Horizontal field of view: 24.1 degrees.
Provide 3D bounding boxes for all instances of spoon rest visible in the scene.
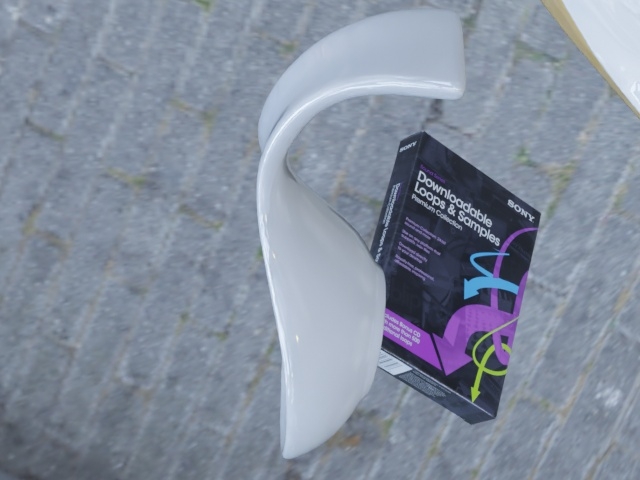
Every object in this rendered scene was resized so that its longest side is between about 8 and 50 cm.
[{"bbox_3d":[0.000,0.000,0.752,0.084,0.137,0.276,8,136,-7],"label":"spoon rest"}]

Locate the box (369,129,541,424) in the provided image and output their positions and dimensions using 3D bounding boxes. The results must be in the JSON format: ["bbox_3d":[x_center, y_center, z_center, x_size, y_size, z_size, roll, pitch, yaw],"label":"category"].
[{"bbox_3d":[0.084,0.023,0.982,0.029,0.116,0.162,-24,42,48],"label":"box"}]

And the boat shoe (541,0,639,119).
[{"bbox_3d":[0.070,-0.130,0.385,0.277,0.098,0.096,47,135,14],"label":"boat shoe"}]
